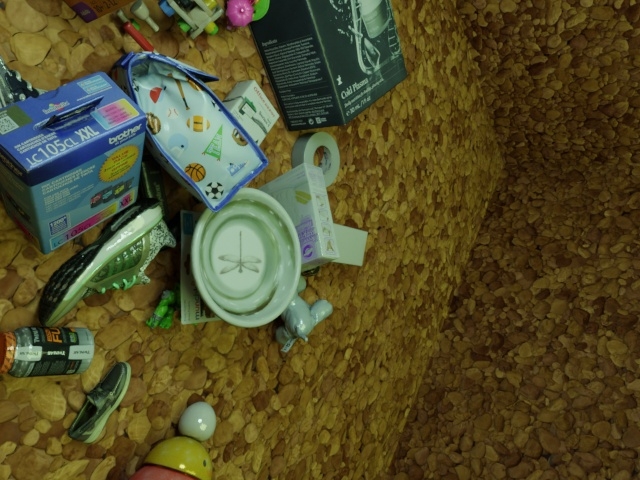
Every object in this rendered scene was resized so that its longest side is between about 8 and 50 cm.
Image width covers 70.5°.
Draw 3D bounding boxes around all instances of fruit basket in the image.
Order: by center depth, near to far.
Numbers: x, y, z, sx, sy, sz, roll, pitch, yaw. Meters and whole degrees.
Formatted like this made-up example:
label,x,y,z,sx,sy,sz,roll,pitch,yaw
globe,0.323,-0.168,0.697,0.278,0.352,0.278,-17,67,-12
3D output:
label,x,y,z,sx,sy,sz,roll,pitch,yaw
fruit basket,-0.288,0.082,1.407,0.353,0.165,0.328,10,76,-63

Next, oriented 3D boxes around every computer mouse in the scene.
label,x,y,z,sx,sy,sz,roll,pitch,yaw
computer mouse,-0.389,-0.086,1.377,0.071,0.041,0.242,64,38,-40

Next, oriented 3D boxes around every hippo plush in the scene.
label,x,y,z,sx,sy,sz,roll,pitch,yaw
hippo plush,-0.127,0.250,1.689,0.237,0.234,0.294,56,32,-1

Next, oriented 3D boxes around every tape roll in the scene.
label,x,y,z,sx,sy,sz,roll,pitch,yaw
tape roll,-0.017,-0.318,1.794,0.219,0.072,0.220,-9,102,-50

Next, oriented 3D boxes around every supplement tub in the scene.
label,x,y,z,sx,sy,sz,roll,pitch,yaw
supplement tub,-0.659,0.265,1.083,0.190,0.116,0.117,15,84,-50

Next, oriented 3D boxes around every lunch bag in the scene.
label,x,y,z,sx,sy,sz,roll,pitch,yaw
lunch bag,-0.357,-0.309,1.163,0.239,0.327,0.385,-46,123,-9

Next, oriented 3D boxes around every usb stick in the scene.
label,x,y,z,sx,sy,sz,roll,pitch,yaw
usb stick,-0.476,-0.105,1.302,0.077,0.045,0.278,-22,111,-48

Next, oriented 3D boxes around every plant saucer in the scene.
label,x,y,z,sx,sy,sz,roll,pitch,yaw
plant saucer,-0.225,0.049,1.325,0.400,0.100,0.401,8,80,-48

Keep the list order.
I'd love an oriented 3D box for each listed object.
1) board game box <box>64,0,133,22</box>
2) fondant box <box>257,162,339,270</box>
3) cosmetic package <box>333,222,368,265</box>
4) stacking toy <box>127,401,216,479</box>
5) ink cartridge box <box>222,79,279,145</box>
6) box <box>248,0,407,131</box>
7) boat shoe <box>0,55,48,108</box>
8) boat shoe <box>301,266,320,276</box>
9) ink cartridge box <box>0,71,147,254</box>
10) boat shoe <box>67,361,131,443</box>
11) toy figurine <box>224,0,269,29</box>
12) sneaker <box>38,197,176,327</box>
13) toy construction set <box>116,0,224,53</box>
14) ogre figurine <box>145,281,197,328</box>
label,x,y,z,sx,sy,sz,roll,pitch,yaw
board game box,-0.473,-0.766,0.967,0.356,0.356,0.357,45,62,-44
fondant box,-0.082,-0.064,1.541,0.096,0.238,0.331,8,66,-50
cosmetic package,0.000,0.000,1.767,0.365,0.196,0.155,13,86,-49
stacking toy,-0.434,0.707,1.328,0.351,0.350,0.480,53,40,-40
ink cartridge box,-0.254,-0.392,1.485,0.160,0.092,0.220,51,59,-41
box,0.039,-0.718,1.637,0.480,0.297,0.472,-45,125,-36
boat shoe,-0.672,-0.321,0.995,0.158,0.127,0.341,-36,130,-48
boat shoe,-0.059,0.107,1.804,0.206,0.073,0.073,13,83,-53
ink cartridge box,-0.530,-0.175,0.964,0.151,0.395,0.270,43,53,5
boat shoe,-0.593,0.431,1.216,0.073,0.080,0.224,43,68,-50
toy figurine,-0.247,-0.686,1.359,0.130,0.173,0.159,37,40,-23
sneaker,-0.523,0.079,1.170,0.410,0.158,0.182,-51,126,-26
toy construction set,-0.371,-0.609,1.239,0.309,0.257,0.237,-56,148,-9
ogre figurine,-0.427,0.197,1.374,0.196,0.097,0.118,5,110,-33
